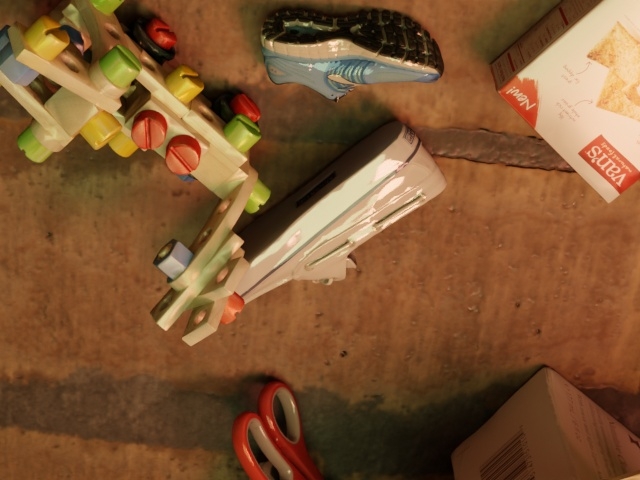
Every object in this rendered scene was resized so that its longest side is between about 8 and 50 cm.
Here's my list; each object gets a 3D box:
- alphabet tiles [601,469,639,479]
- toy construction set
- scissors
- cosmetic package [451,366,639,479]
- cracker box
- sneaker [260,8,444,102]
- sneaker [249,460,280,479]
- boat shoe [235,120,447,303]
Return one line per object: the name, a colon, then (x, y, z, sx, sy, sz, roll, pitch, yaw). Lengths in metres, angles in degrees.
alphabet tiles: (0.219, 0.349, 1.422, 0.342, 0.011, 0.285, -18, 118, 10)
toy construction set: (-0.143, -0.081, 1.293, 0.151, 0.215, 0.327, -27, 117, 13)
scissors: (-0.005, 0.267, 1.559, 0.021, 0.109, 0.297, -11, 123, 29)
cosmetic package: (0.322, 0.330, 1.538, 0.385, 0.217, 0.156, 36, 113, -21)
cracker box: (0.285, -0.164, 1.343, 0.232, 0.067, 0.156, -41, 112, 20)
sneaker: (0.027, -0.158, 1.355, 0.162, 0.063, 0.073, 7, 136, -1)
sneaker: (-0.090, 0.351, 1.604, 0.118, 0.110, 0.292, 12, 118, 2)
boat shoe: (0.000, 0.000, 1.411, 0.258, 0.095, 0.084, -36, 110, 18)
